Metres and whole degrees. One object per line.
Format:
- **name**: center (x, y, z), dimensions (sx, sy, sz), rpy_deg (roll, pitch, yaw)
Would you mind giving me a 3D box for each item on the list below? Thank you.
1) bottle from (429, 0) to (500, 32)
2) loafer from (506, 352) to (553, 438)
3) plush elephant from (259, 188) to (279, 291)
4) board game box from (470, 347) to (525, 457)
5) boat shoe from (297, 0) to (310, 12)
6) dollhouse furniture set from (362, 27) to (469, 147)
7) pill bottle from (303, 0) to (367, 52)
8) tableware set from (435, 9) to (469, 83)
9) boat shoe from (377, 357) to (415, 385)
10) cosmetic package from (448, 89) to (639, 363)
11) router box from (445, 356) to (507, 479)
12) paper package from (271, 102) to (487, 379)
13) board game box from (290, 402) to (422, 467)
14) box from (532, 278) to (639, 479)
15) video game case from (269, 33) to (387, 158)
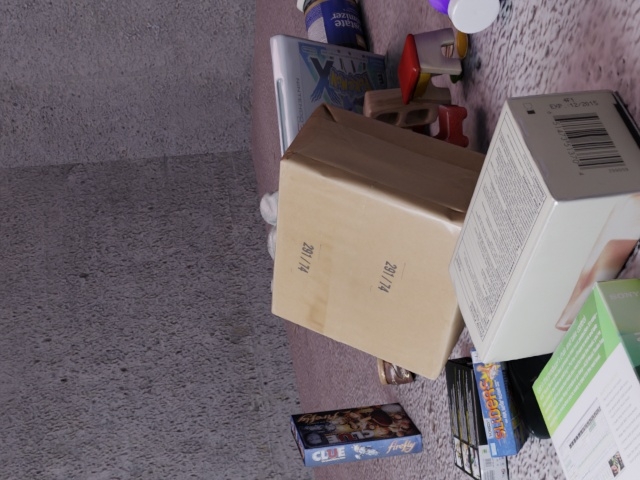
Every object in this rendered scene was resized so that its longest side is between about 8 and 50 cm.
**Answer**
- **bottle**: center (0.177, -0.401, 1.223), dimensions (0.283, 0.092, 0.118), rpy_deg (-106, 31, -42)
- **loafer**: center (0.271, 0.173, 1.130), dimensions (0.061, 0.062, 0.170), rpy_deg (121, 144, -80)
- **plush elephant**: center (0.000, 0.000, 1.785), dimensions (0.330, 0.255, 0.272), rpy_deg (-109, 21, -79)
- **board game box**: center (0.240, 0.211, 1.150), dimensions (0.201, 0.035, 0.136), rpy_deg (29, -129, -71)
- **boat shoe**: center (0.033, -0.615, 1.974), dimensions (0.099, 0.116, 0.319), rpy_deg (40, 153, 4)
- **dollhouse furniture set**: center (0.126, -0.147, 1.396), dimensions (0.374, 0.152, 0.201), rpy_deg (98, 164, -68)
- **pill bottle**: center (0.038, -0.422, 1.881), dimensions (0.123, 0.122, 0.219), rpy_deg (107, 154, -64)
- **tableware set**: center (0.203, -0.326, 1.327), dimensions (0.104, 0.024, 0.154), rpy_deg (-111, 19, -54)
- **boat shoe**: center (0.150, 0.191, 1.761), dimensions (0.073, 0.073, 0.207), rpy_deg (-7, -93, -63)
- **cosmetic package**: center (0.249, -0.007, 0.964), dimensions (0.296, 0.129, 0.153), rpy_deg (100, 160, -52)
- **router box**: center (0.243, 0.280, 1.360), dimensions (0.133, 0.046, 0.179), rpy_deg (175, 90, -80)
- **paper package**: center (0.092, 0.002, 1.278), dimensions (0.168, 0.309, 0.325), rpy_deg (-53, -23, -42)
- **board game box**: center (0.071, 0.402, 1.799), dimensions (0.165, 0.243, 0.042), rpy_deg (-133, 39, -72)
- **box**: center (0.325, 0.233, 0.886), dimensions (0.232, 0.058, 0.322), rpy_deg (99, 161, -53)
- **video game case**: center (0.035, -0.220, 1.631), dimensions (0.036, 0.329, 0.300), rpy_deg (-6, 89, 37)
